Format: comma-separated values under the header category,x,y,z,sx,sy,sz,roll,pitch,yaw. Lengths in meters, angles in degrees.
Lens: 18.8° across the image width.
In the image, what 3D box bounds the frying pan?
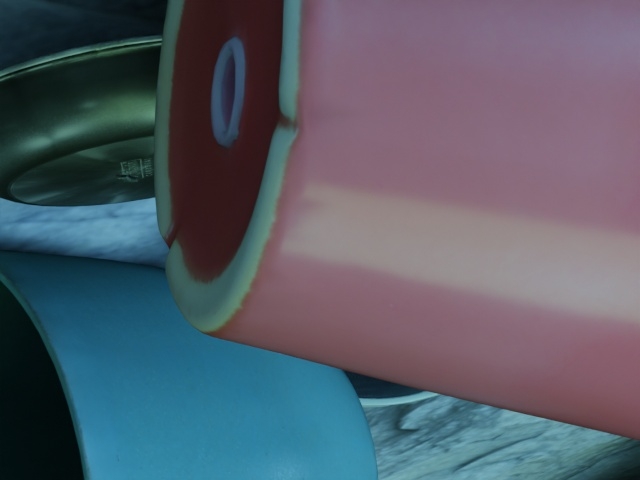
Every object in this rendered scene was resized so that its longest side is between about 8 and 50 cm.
category,x,y,z,sx,sy,sz,roll,pitch,yaw
frying pan,-0.147,-0.051,0.900,0.326,0.053,0.197,-6,169,-28

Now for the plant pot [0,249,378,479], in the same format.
category,x,y,z,sx,sy,sz,roll,pitch,yaw
plant pot,-0.111,0.145,1.110,0.235,0.293,0.293,-2,153,-39

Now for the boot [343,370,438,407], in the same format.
category,x,y,z,sx,sy,sz,roll,pitch,yaw
boot,0.065,0.066,1.290,0.244,0.088,0.176,-1,175,-1

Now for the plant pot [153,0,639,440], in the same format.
category,x,y,z,sx,sy,sz,roll,pitch,yaw
plant pot,0.074,-0.051,0.759,0.243,0.275,0.275,4,150,-18
